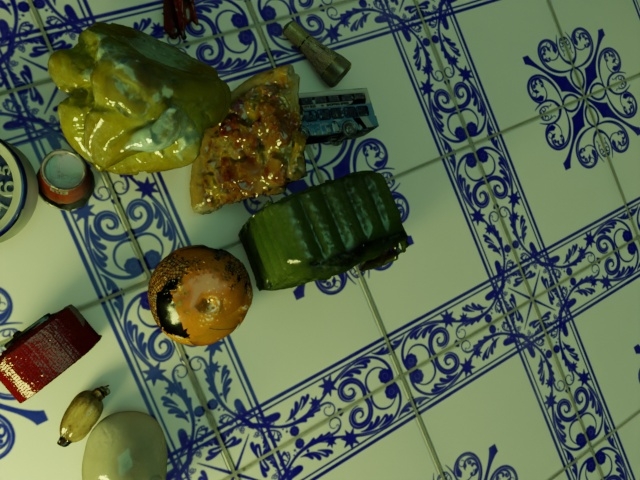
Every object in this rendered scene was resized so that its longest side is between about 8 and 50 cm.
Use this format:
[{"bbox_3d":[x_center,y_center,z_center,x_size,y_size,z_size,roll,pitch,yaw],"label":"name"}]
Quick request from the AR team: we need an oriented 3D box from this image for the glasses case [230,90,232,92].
[{"bbox_3d":[-0.239,-0.335,1.458,0.032,0.021,0.083,30,74,-16],"label":"glasses case"}]

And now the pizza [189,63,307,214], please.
[{"bbox_3d":[-0.159,-0.214,1.364,0.277,0.114,0.409,43,101,16],"label":"pizza"}]

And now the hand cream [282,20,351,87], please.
[{"bbox_3d":[-0.017,-0.495,1.542,0.203,0.084,0.084,40,72,-6],"label":"hand cream"}]

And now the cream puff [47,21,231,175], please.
[{"bbox_3d":[-0.394,-0.280,1.251,0.378,0.378,0.276,18,116,-20],"label":"cream puff"}]

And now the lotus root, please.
[{"bbox_3d":[-0.505,0.369,1.255,0.072,0.063,0.152,31,76,26],"label":"lotus root"}]

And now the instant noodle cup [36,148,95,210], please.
[{"bbox_3d":[-0.546,-0.136,1.251,0.127,0.135,0.127,3,82,-21],"label":"instant noodle cup"}]

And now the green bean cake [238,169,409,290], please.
[{"bbox_3d":[0.000,0.000,1.364,0.318,0.335,0.218,-19,82,-20],"label":"green bean cake"}]

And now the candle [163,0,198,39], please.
[{"bbox_3d":[-0.354,-0.633,1.424,0.084,0.059,0.302,-7,87,-32],"label":"candle"}]

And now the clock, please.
[{"bbox_3d":[-0.696,-0.104,1.184,0.230,0.083,0.231,0,90,-1],"label":"clock"}]

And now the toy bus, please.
[{"bbox_3d":[-0.005,-0.310,1.508,0.297,0.106,0.131,-10,86,-24],"label":"toy bus"}]

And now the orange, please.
[{"bbox_3d":[-0.268,0.124,1.322,0.234,0.182,0.235,-4,98,-28],"label":"orange"}]

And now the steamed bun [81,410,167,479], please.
[{"bbox_3d":[-0.411,0.482,1.246,0.177,0.130,0.228,7,80,-23],"label":"steamed bun"}]

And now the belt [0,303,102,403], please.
[{"bbox_3d":[-0.568,0.223,1.210,0.201,0.128,0.124,-40,101,-20],"label":"belt"}]
